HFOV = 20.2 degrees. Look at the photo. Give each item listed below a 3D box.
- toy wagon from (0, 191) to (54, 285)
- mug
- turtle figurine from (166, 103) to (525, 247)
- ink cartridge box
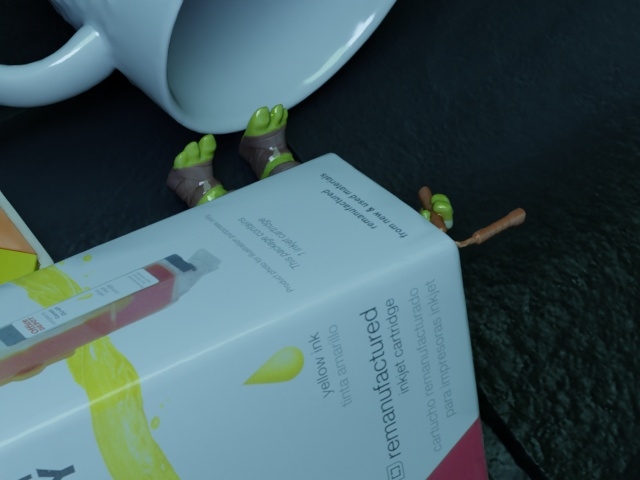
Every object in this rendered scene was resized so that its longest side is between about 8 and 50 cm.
[{"bbox_3d":[-0.309,0.106,1.237,0.267,0.068,0.344,10,59,-4],"label":"toy wagon"},{"bbox_3d":[-0.156,-0.255,1.370,0.374,0.276,0.328,-43,66,-10],"label":"mug"},{"bbox_3d":[0.000,0.000,1.343,0.269,0.087,0.217,-32,66,-16],"label":"turtle figurine"},{"bbox_3d":[-0.099,0.154,1.108,0.384,0.279,0.160,-23,34,-21],"label":"ink cartridge box"}]
